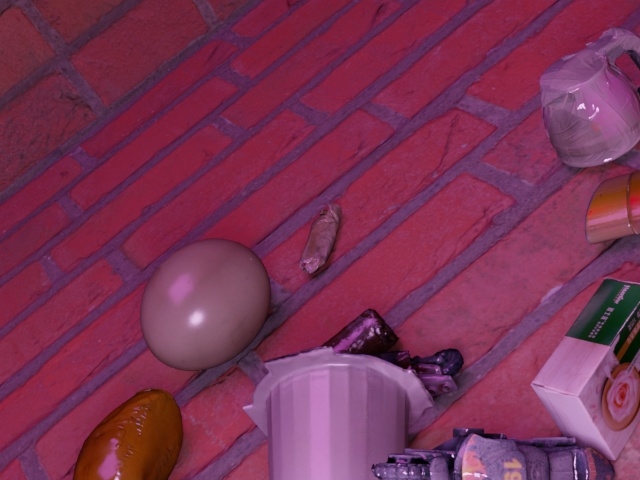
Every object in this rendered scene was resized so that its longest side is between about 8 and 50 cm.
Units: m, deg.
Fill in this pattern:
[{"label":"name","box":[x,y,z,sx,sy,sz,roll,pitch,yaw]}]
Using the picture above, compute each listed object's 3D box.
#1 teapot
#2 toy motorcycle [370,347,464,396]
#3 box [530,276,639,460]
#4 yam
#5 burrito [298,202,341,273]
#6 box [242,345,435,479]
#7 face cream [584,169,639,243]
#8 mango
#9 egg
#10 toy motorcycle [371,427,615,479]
[{"label":"teapot","box":[0.476,-0.242,1.897,0.222,0.178,0.163,-23,33,17]},{"label":"toy motorcycle","box":[0.113,0.222,1.697,0.213,0.082,0.122,-19,33,26]},{"label":"box","box":[0.377,0.165,1.471,0.081,0.135,0.199,13,56,51]},{"label":"yam","box":[0.052,0.174,1.828,0.141,0.079,0.079,-38,31,1]},{"label":"burrito","box":[-0.001,-0.001,2.155,0.058,0.045,0.188,-22,34,34]},{"label":"box","box":[0.009,0.314,1.561,0.291,0.262,0.206,-54,25,43]},{"label":"face cream","box":[0.543,-0.073,1.707,0.285,0.067,0.139,-15,33,30]},{"label":"mango","box":[-0.315,0.355,1.859,0.248,0.151,0.156,-58,4,-29]},{"label":"egg","box":[-0.207,0.114,2.025,0.219,0.219,0.269,1,30,44]},{"label":"toy motorcycle","box":[0.211,0.278,1.352,0.173,0.307,0.108,-11,75,47]}]
